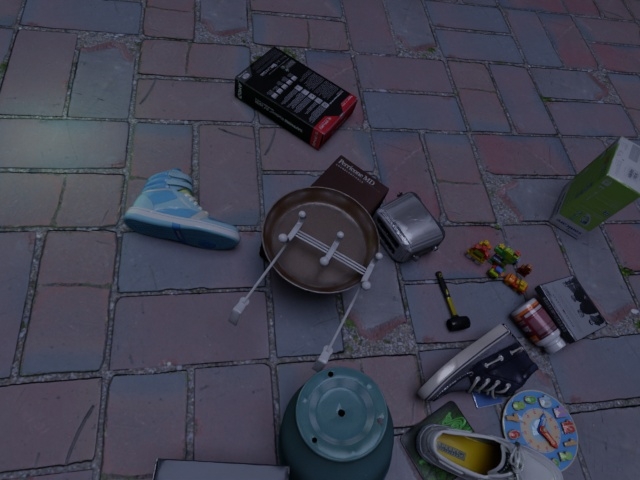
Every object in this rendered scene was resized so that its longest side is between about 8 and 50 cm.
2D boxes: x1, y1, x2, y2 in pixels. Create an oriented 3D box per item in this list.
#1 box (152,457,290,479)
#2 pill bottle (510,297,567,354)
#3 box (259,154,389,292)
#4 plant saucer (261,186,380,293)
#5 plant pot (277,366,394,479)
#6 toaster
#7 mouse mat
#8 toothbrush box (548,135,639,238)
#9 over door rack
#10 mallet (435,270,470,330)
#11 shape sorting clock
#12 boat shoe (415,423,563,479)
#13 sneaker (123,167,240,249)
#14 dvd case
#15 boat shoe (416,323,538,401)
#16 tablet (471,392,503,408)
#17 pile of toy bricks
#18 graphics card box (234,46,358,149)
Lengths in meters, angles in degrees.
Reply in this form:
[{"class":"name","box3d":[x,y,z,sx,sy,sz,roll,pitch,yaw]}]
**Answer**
[{"class":"box","box3d":[-0.206,0.517,0.916,0.261,0.184,0.103,8,61,-8]},{"class":"pill bottle","box3d":[0.639,0.251,1.290,0.086,0.086,0.152,-28,70,-24]},{"class":"box","box3d":[0.017,-0.055,1.298,0.191,0.143,0.381,36,59,8]},{"class":"plant saucer","box3d":[0.000,0.000,1.161,0.311,0.050,0.310,6,62,-10]},{"class":"plant pot","box3d":[0.036,0.404,0.955,0.272,0.255,0.271,1,52,-1]},{"class":"toaster","box3d":[0.255,-0.045,1.348,0.147,0.129,0.227,-26,71,-20]},{"class":"mouse mat","box3d":[0.313,0.520,1.124,0.190,0.007,0.152,-24,69,-23]},{"class":"toothbrush box","box3d":[0.919,-0.168,1.461,0.122,0.283,0.206,34,61,6]},{"class":"over door rack","box3d":[-0.020,0.100,1.018,0.240,0.108,0.324,30,61,5]},{"class":"mallet","box3d":[0.391,0.177,1.311,0.063,0.039,0.189,0,58,-10]},{"class":"shape sorting clock","box3d":[0.582,0.502,1.169,0.206,0.040,0.206,5,61,-9]},{"class":"boat shoe","box3d":[0.422,0.522,1.043,0.367,0.156,0.135,21,68,1]},{"class":"sneaker","box3d":[-0.365,-0.101,1.251,0.319,0.127,0.208,14,62,-5]},{"class":"dvd case","box3d":[0.755,0.200,1.328,0.239,0.029,0.179,-6,62,-38]},{"class":"boat shoe","box3d":[0.423,0.360,1.160,0.341,0.127,0.158,-27,63,-24]},{"class":"tablet","box3d":[0.453,0.423,1.205,0.083,0.006,0.054,-5,63,-15]},{"class":"pile of toy bricks","box3d":[0.574,0.057,1.370,0.212,0.105,0.118,38,61,10]},{"class":"graphics card box","box3d":[-0.086,-0.502,1.543,0.371,0.094,0.232,34,61,6]}]
